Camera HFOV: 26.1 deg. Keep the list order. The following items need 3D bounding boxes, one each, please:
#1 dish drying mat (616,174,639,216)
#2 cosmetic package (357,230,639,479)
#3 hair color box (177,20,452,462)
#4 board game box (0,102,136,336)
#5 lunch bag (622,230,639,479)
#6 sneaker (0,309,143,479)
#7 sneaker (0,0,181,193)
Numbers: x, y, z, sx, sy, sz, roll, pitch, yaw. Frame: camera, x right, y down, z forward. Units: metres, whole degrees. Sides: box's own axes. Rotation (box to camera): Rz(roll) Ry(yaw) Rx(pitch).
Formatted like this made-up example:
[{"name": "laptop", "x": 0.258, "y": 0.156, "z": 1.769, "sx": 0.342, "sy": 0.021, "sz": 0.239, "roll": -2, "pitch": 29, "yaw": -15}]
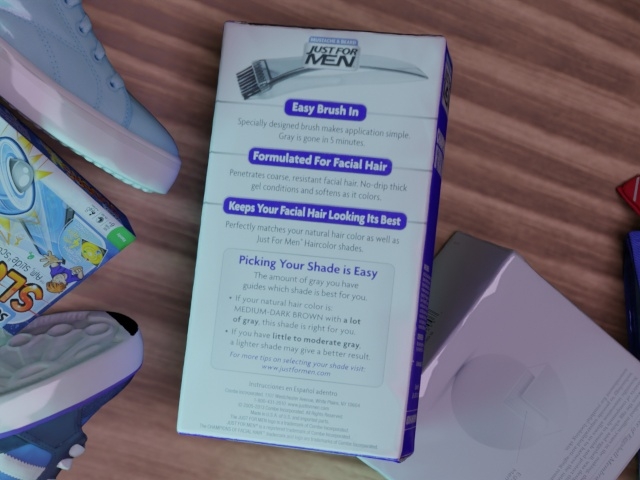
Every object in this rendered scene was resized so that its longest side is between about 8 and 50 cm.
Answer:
[{"name": "dish drying mat", "x": 0.323, "y": -0.028, "z": 1.327, "sx": 0.032, "sy": 0.083, "sz": 0.008, "roll": -28, "pitch": 148, "yaw": -14}, {"name": "cosmetic package", "x": 0.160, "y": 0.151, "z": 1.265, "sx": 0.225, "sy": 0.138, "sz": 0.224, "roll": 40, "pitch": 86, "yaw": -18}, {"name": "hair color box", "x": 0.000, "y": 0.000, "z": 1.133, "sx": 0.185, "sy": 0.110, "sz": 0.338, "roll": 6, "pitch": 87, "yaw": 10}, {"name": "board game box", "x": -0.257, "y": -0.022, "z": 1.079, "sx": 0.136, "sy": 0.035, "sz": 0.201, "roll": -38, "pitch": 135, "yaw": 6}, {"name": "lunch bag", "x": 0.418, "y": 0.099, "z": 1.348, "sx": 0.221, "sy": 0.138, "sz": 0.293, "roll": -7, "pitch": 86, "yaw": -3}, {"name": "sneaker", "x": -0.273, "y": 0.218, "z": 1.153, "sx": 0.323, "sy": 0.130, "sz": 0.236, "roll": -26, "pitch": 120, "yaw": -21}, {"name": "sneaker", "x": -0.225, "y": -0.189, "z": 1.080, "sx": 0.366, "sy": 0.135, "sz": 0.150, "roll": 42, "pitch": 88, "yaw": -21}]
